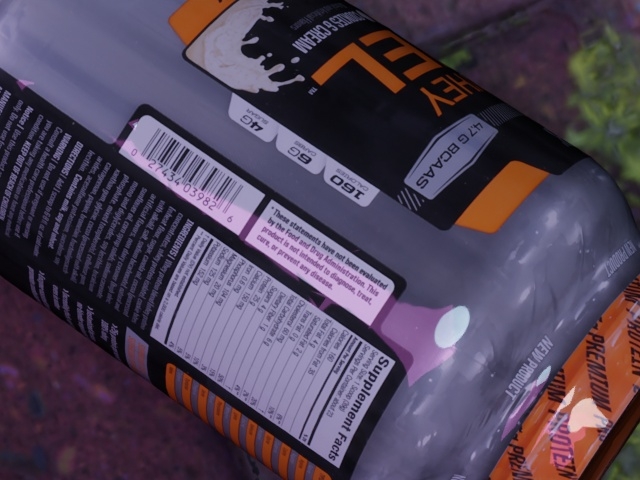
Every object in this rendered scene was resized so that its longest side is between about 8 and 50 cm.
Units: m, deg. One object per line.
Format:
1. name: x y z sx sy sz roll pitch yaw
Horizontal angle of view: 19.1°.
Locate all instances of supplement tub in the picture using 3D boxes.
1. supplement tub: 0.000 0.000 0.846 0.316 0.193 0.193 34 104 13
